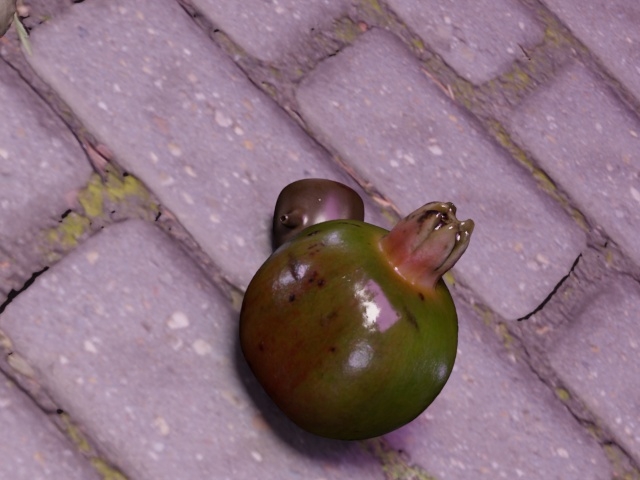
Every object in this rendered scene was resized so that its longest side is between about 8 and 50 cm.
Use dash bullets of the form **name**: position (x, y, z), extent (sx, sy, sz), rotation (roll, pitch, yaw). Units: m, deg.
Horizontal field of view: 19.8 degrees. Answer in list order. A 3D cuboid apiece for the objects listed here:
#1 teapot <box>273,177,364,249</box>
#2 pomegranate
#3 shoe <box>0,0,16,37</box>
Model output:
- **teapot**: position (0.000, 0.000, 1.530), extent (0.121, 0.076, 0.068), rotation (48, 40, -45)
- **pomegranate**: position (0.040, 0.053, 1.411), extent (0.180, 0.210, 0.180), rotation (36, 27, -22)
- **shoe**: position (-0.342, -0.229, 1.420), extent (0.227, 0.099, 0.112), rotation (44, 48, -3)
